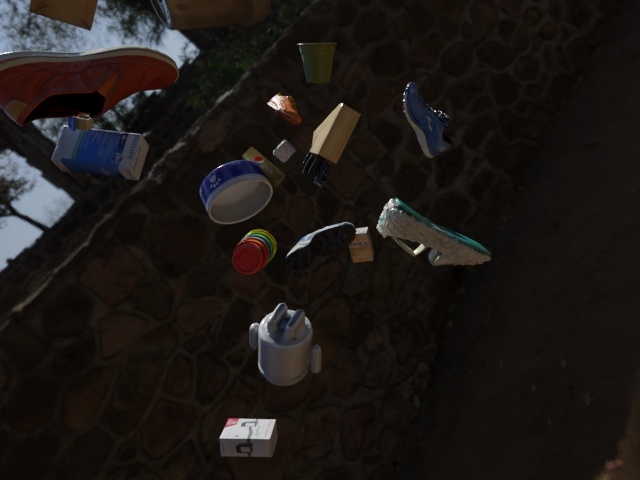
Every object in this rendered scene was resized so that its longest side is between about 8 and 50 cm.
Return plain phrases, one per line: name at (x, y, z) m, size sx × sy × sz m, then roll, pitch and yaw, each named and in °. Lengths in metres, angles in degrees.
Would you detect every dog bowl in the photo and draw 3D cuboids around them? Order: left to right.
dog bowl at (-0.325, -0.183, 1.957) m, size 0.265 × 0.104 × 0.265 m, roll -25°, pitch -25°, yaw -12°

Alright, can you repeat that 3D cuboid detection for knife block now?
knife block at (0.035, -0.351, 1.939) m, size 0.276 × 0.088 × 0.242 m, roll -38°, pitch 37°, yaw 44°

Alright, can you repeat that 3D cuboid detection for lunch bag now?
lunch bag at (-0.161, -0.395, 2.248) m, size 0.083 × 0.071 × 0.053 m, roll -45°, pitch 16°, yaw 19°

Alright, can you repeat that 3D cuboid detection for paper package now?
paper package at (-0.738, -0.843, 1.496) m, size 0.309 × 0.168 × 0.324 m, roll -55°, pitch 41°, yaw 35°

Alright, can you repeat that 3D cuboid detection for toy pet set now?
toy pet set at (-0.688, -0.378, 1.457) m, size 0.122 × 0.065 × 0.114 m, roll -87°, pitch 12°, yaw -61°

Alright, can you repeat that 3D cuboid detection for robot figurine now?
robot figurine at (-0.132, 0.404, 1.904) m, size 0.200 × 0.300 × 0.353 m, roll -48°, pitch -28°, yaw -48°

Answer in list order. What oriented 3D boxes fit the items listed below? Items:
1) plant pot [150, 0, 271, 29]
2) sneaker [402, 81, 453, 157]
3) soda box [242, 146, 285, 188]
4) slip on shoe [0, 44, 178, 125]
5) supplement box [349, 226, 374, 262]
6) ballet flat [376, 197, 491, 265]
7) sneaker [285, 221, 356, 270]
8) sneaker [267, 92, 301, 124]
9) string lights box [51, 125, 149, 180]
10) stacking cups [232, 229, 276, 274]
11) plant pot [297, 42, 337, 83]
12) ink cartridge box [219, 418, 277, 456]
plant pot at (-0.341, -0.742, 1.442) m, size 0.280 × 0.323 × 0.323 m, roll -29°, pitch 10°, yaw -16°
sneaker at (0.438, -0.495, 2.036) m, size 0.147 × 0.330 × 0.129 m, roll -17°, pitch 34°, yaw 31°
soda box at (-0.229, -0.295, 2.057) m, size 0.058 × 0.181 × 0.061 m, roll -50°, pitch -2°, yaw -11°
slip on shoe at (-0.377, -0.257, 0.855) m, size 0.123 × 0.101 × 0.331 m, roll -25°, pitch 2°, yaw 41°
supplement box at (0.116, 0.014, 1.473) m, size 0.062 × 0.098 × 0.036 m, roll -7°, pitch 29°, yaw 18°
ballet flat at (0.346, 0.001, 1.593) m, size 0.147 × 0.409 × 0.147 m, roll -50°, pitch 25°, yaw 34°
sneaker at (0.000, 0.000, 1.322) m, size 0.211 × 0.080 × 0.081 m, roll -25°, pitch 26°, yaw 26°
sneaker at (-0.101, -0.397, 1.508) m, size 0.067 × 0.064 × 0.175 m, roll -45°, pitch 46°, yaw 3°
string lights box at (-0.701, -0.280, 1.624) m, size 0.076 × 0.260 × 0.133 m, roll 88°, pitch -169°, yaw -69°
stacking cups at (-0.155, 0.034, 1.223) m, size 0.096 × 0.096 × 0.316 m, roll -47°, pitch 7°, yaw 2°
plant pot at (-0.005, -0.372, 1.064) m, size 0.083 × 0.079 × 0.083 m, roll -2°, pitch 22°, yaw 1°
ink cartridge box at (-0.209, 0.583, 1.502) m, size 0.151 × 0.063 × 0.109 m, roll -1°, pitch 11°, yaw 5°
